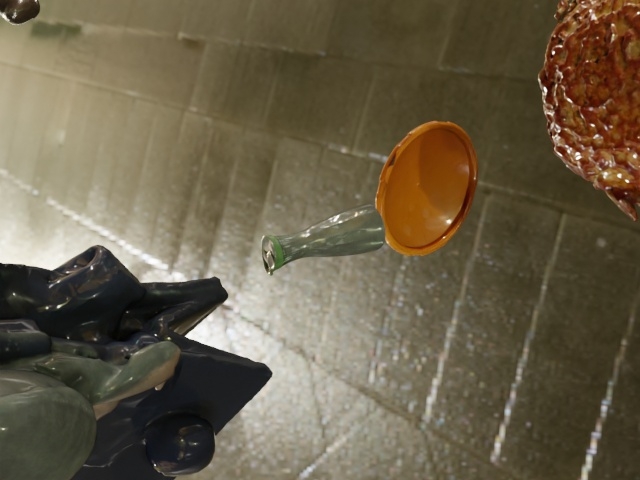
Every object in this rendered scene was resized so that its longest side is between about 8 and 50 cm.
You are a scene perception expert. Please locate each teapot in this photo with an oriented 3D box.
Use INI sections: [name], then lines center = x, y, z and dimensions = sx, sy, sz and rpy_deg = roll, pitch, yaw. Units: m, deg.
[teapot]
center = 0.000, 0.000, 0.973
dimensions = 0.043, 0.110, 0.043
rpy_deg = 37, 134, 50

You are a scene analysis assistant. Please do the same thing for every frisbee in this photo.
[frisbee]
center = 0.142, -0.073, 1.557
dimensions = 0.035, 0.192, 0.192
rpy_deg = 24, 101, 46

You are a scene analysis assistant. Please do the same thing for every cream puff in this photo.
[cream puff]
center = 0.415, -0.175, 1.233
dimensions = 0.228, 0.350, 0.350
rpy_deg = -169, 90, -72

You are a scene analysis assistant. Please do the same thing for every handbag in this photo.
[handbag]
center = -0.185, 0.097, 0.472
dimensions = 0.269, 0.325, 0.118
rpy_deg = -44, 65, 29

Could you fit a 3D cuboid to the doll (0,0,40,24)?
[doll]
center = -0.147, -0.171, 0.406
dimensions = 0.057, 0.139, 0.165
rpy_deg = -34, 49, 7
